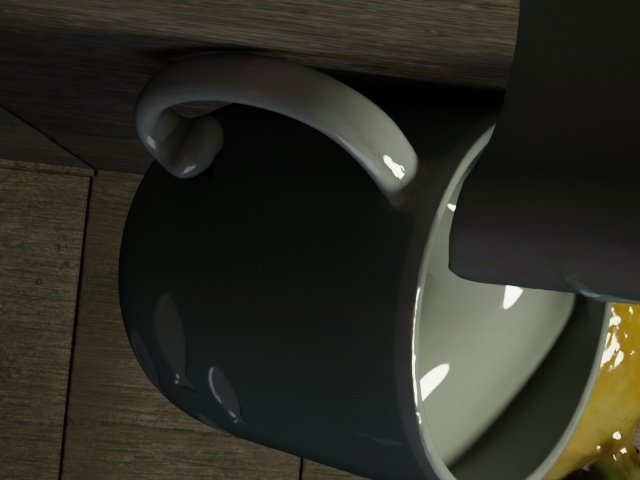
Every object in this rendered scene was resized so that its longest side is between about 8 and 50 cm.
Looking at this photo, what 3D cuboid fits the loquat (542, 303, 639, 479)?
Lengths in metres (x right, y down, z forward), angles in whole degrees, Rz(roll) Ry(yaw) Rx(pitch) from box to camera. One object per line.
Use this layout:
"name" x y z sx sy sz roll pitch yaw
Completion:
"loquat" 0.172 0.092 1.283 0.328 0.359 0.328 -28 159 -12

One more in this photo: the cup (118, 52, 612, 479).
"cup" 0.000 0.000 0.971 0.274 0.259 0.356 7 149 37

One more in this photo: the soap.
"soap" 0.181 -0.028 0.340 0.208 0.115 0.347 7 179 -35
